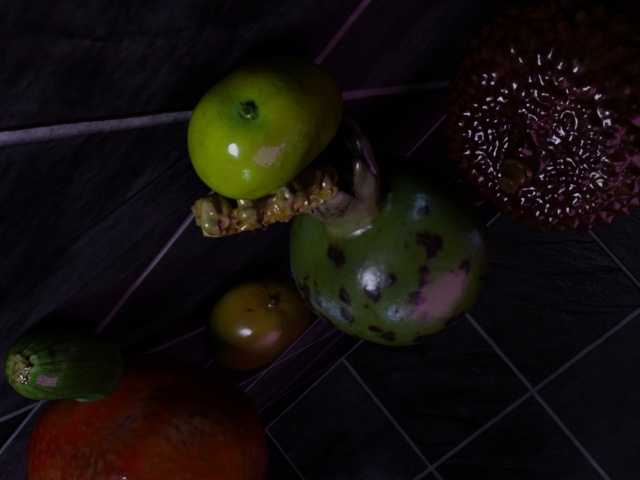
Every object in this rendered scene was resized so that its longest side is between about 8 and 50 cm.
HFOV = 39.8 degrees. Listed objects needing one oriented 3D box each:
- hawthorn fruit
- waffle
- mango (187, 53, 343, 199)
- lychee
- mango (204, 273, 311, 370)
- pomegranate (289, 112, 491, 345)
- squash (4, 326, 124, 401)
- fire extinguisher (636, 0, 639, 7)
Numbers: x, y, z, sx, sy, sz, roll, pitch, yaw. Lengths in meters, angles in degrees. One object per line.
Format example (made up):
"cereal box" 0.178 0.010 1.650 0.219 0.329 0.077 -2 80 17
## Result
"hawthorn fruit" -0.195 0.262 1.101 0.330 0.287 0.287 -43 174 -47
"waffle" -0.064 -0.029 0.817 0.161 0.046 0.192 -19 -179 -28
"mango" -0.038 -0.095 0.691 0.117 0.089 0.163 -56 173 36
"lychee" 0.278 -0.149 1.000 0.304 0.276 0.276 -50 177 -37
"mango" -0.080 0.117 1.264 0.156 0.114 0.251 -48 167 4
"pomegranate" 0.078 -0.005 1.004 0.242 0.242 0.306 -38 163 -10
"squash" -0.247 0.125 0.884 0.077 0.068 0.219 -54 170 -8
"fire extinguisher" 0.506 -0.384 1.221 0.135 0.114 0.337 -54 167 4
